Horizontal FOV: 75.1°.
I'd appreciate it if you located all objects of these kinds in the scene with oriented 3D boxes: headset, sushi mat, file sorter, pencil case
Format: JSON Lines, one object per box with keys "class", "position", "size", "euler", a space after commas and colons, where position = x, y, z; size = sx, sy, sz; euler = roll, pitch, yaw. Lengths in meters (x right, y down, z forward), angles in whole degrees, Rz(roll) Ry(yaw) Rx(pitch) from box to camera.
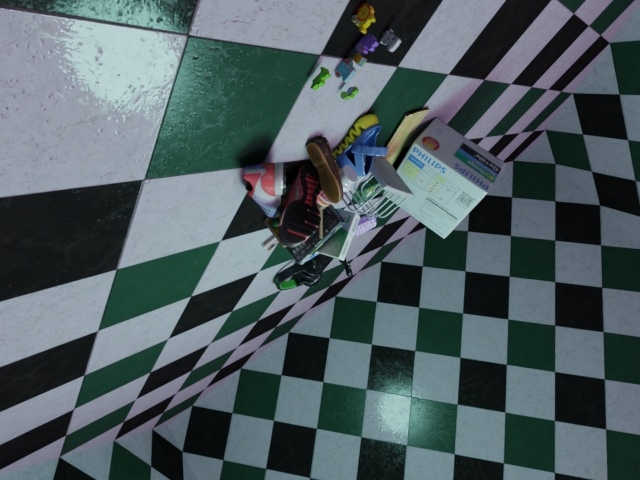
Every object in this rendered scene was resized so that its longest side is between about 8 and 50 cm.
{"class": "headset", "position": [-0.039, 0.177, 2.155], "size": [0.394, 0.185, 0.243], "euler": [-22, 160, -12]}
{"class": "sushi mat", "position": [0.312, -0.396, 1.672], "size": [0.151, 0.019, 0.317], "euler": [-24, 157, -36]}
{"class": "file sorter", "position": [0.197, -0.208, 1.604], "size": [0.173, 0.193, 0.277], "euler": [-42, 158, 24]}
{"class": "pencil case", "position": [0.203, -0.076, 2.155], "size": [0.206, 0.086, 0.088], "euler": [-27, 172, -33]}

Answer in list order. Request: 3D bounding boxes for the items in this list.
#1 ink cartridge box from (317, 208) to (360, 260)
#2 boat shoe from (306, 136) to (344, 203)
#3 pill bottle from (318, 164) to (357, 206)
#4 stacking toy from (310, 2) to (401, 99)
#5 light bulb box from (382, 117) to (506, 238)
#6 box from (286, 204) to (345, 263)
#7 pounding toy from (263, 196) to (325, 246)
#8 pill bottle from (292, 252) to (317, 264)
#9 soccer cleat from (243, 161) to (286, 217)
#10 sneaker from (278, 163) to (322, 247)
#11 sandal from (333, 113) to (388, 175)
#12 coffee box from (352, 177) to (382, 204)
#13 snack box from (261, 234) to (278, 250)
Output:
{"class": "ink cartridge box", "position": [0.019, -0.038, 1.586], "size": [0.056, 0.224, 0.181], "euler": [35, 74, -59]}
{"class": "boat shoe", "position": [0.030, -0.219, 1.292], "size": [0.073, 0.207, 0.073], "euler": [0, -151, 44]}
{"class": "pill bottle", "position": [0.049, -0.184, 1.390], "size": [0.152, 0.086, 0.086], "euler": [-33, 170, 41]}
{"class": "stacking toy", "position": [0.085, -0.453, 1.033], "size": [0.221, 0.052, 0.167], "euler": [-45, 160, 28]}
{"class": "light bulb box", "position": [0.521, -0.262, 1.808], "size": [0.225, 0.358, 0.361], "euler": [-48, 171, -32]}
{"class": "box", "position": [-0.047, -0.056, 1.543], "size": [0.232, 0.183, 0.059], "euler": [-45, 161, 18]}
{"class": "pounding toy", "position": [-0.072, -0.070, 1.461], "size": [0.206, 0.181, 0.094], "euler": [-46, 161, 23]}
{"class": "pill bottle", "position": [-0.027, -0.001, 1.830], "size": [0.221, 0.124, 0.124], "euler": [-32, 162, -20]}
{"class": "soccer cleat", "position": [-0.167, -0.149, 1.245], "size": [0.116, 0.109, 0.318], "euler": [4, 167, -8]}
{"class": "sneaker", "position": [-0.067, -0.094, 1.331], "size": [0.136, 0.115, 0.314], "euler": [-42, -154, 51]}
{"class": "sandal", "position": [0.113, -0.266, 1.413], "size": [0.126, 0.138, 0.317], "euler": [-21, 158, -48]}
{"class": "coffee box", "position": [0.234, -0.238, 1.885], "size": [0.184, 0.040, 0.113], "euler": [-27, 159, -31]}
{"class": "snack box", "position": [-0.155, -0.027, 1.676], "size": [0.178, 0.022, 0.064], "euler": [-39, 162, 4]}
